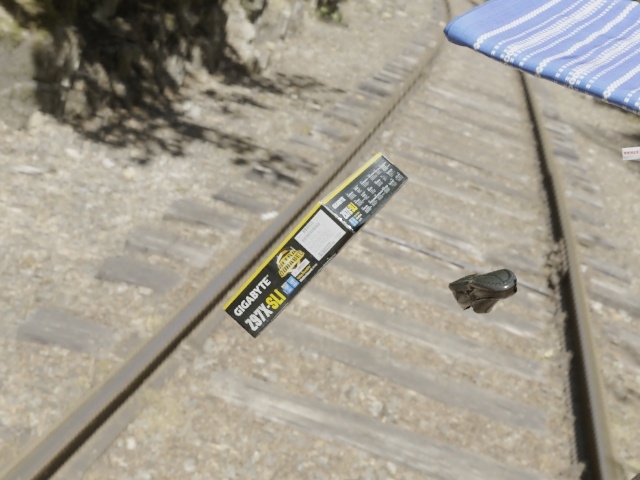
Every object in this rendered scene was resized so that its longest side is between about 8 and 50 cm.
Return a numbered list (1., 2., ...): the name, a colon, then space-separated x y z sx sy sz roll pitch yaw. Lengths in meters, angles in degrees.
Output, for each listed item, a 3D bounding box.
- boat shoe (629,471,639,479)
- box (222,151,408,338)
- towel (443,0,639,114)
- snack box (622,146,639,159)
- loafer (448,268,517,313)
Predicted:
1. boat shoe: 0.561 0.400 1.441 0.285 0.092 0.103 -27 63 -28
2. box: 0.000 0.000 1.479 0.079 0.257 0.322 42 28 2
3. towel: 0.327 -0.203 0.944 0.336 0.040 0.243 28 42 29
4. snack box: 0.560 -0.145 1.498 0.064 0.022 0.178 -1 3 35
5. loafer: 0.344 0.109 1.856 0.080 0.078 0.220 -23 3 -16
